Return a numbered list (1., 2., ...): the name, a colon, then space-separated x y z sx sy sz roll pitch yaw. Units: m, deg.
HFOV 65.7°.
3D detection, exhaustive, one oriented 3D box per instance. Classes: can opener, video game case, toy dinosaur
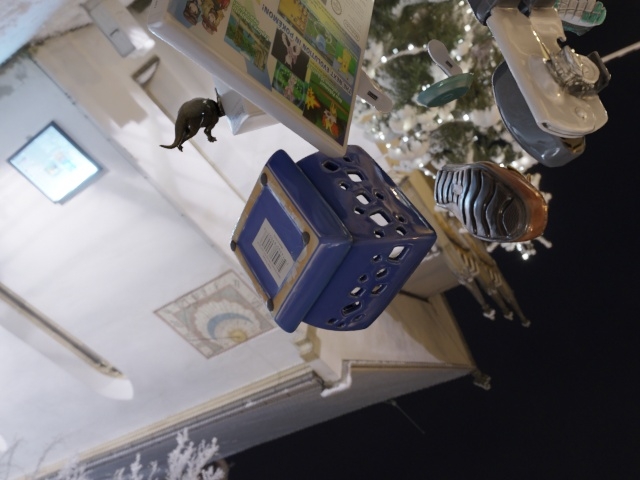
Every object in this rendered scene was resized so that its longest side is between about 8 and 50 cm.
1. can opener: 0.145 -0.195 0.408 0.074 0.281 0.093 -11 165 -25
2. video game case: -0.040 -0.306 0.624 0.036 0.329 0.300 3 -103 36
3. toy dinosaur: -0.356 -0.351 1.412 0.313 0.121 0.160 -32 154 -46

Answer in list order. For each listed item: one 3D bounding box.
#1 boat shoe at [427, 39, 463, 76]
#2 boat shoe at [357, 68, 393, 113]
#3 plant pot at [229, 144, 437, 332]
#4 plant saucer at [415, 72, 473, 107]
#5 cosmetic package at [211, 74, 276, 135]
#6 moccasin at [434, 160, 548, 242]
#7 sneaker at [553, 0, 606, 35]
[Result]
1. boat shoe: 0.360 -0.526 1.453 0.049 0.142 0.040 -46 -164 2
2. boat shoe: 0.075 -0.241 0.788 0.035 0.100 0.035 -50 -168 17
3. plant pot: 0.000 0.000 0.789 0.236 0.212 0.236 54 -51 30
4. plant saucer: 0.250 -0.294 0.986 0.119 0.021 0.119 -19 176 -1
5. cosmetic package: -0.218 -0.538 1.320 0.161 0.454 0.230 -21 -175 -20
6. moccasin: 0.325 -0.073 0.921 0.146 0.139 0.380 4 -173 -2
7. sneaker: 0.483 -0.461 1.010 0.076 0.166 0.065 63 51 -83
